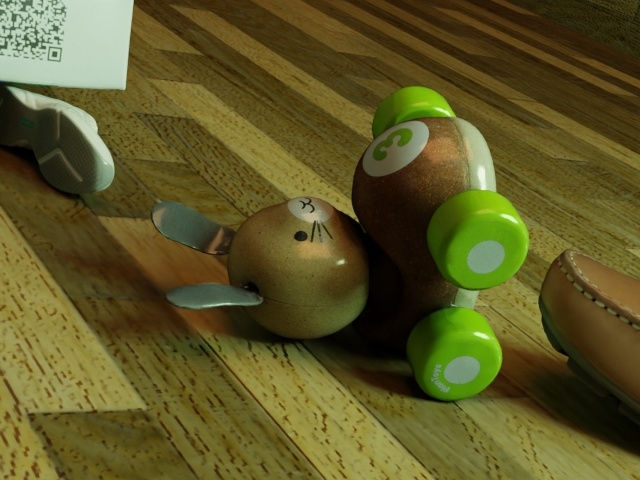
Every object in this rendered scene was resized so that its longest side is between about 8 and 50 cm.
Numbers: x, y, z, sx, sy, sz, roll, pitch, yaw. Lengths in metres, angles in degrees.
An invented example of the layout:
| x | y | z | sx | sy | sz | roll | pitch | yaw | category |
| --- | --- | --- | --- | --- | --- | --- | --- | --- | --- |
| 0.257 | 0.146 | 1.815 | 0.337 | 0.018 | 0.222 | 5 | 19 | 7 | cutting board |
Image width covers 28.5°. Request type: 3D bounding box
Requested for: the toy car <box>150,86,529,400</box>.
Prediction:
| x | y | z | sx | sy | sz | roll | pitch | yaw | category |
| --- | --- | --- | --- | --- | --- | --- | --- | --- | --- |
| 0.000 | 0.000 | 0.725 | 0.188 | 0.149 | 0.155 | -1 | 33 | -13 | toy car |

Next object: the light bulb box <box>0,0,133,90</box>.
| x | y | z | sx | sy | sz | roll | pitch | yaw | category |
| --- | --- | --- | --- | --- | --- | --- | --- | --- | --- |
| -0.330 | -0.302 | 0.910 | 0.361 | 0.358 | 0.225 | 1 | 10 | -38 | light bulb box |

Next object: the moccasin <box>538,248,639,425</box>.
| x | y | z | sx | sy | sz | roll | pitch | yaw | category |
| --- | --- | --- | --- | --- | --- | --- | --- | --- | --- |
| 0.312 | 0.078 | 0.713 | 0.380 | 0.147 | 0.139 | 21 | 19 | 17 | moccasin |

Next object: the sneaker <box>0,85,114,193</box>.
| x | y | z | sx | sy | sz | roll | pitch | yaw | category |
| --- | --- | --- | --- | --- | --- | --- | --- | --- | --- |
| -0.181 | -0.075 | 0.905 | 0.061 | 0.054 | 0.152 | 2 | 22 | -41 | sneaker |
